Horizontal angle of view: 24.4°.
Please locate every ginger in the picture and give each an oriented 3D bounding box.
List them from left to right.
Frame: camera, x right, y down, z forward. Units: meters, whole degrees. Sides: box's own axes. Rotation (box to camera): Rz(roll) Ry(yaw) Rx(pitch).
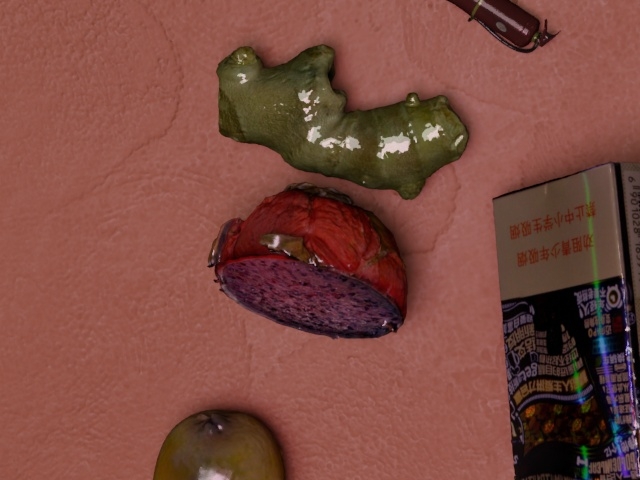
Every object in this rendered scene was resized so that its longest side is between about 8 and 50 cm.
[{"bbox_3d":[0.016,-0.134,1.621,0.290,0.089,0.137,25,93,12],"label":"ginger"}]

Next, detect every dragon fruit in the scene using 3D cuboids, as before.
[{"bbox_3d":[0.001,0.002,1.603,0.223,0.218,0.148,29,65,-28],"label":"dragon fruit"}]

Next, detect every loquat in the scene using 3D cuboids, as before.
[{"bbox_3d":[-0.115,0.285,1.672,0.152,0.152,0.195,3,105,14],"label":"loquat"}]

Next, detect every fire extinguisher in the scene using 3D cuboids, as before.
[{"bbox_3d":[0.191,-0.242,1.589,0.132,0.039,0.056,35,136,8],"label":"fire extinguisher"}]

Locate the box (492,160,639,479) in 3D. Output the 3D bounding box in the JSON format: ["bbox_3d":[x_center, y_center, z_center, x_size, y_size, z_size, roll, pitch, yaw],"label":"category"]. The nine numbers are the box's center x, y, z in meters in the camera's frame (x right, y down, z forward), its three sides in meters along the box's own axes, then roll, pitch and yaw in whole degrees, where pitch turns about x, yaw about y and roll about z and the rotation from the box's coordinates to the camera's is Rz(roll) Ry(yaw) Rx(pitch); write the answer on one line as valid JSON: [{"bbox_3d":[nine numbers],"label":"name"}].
[{"bbox_3d":[0.272,0.088,1.491,0.198,0.084,0.310,-18,73,58],"label":"box"}]
